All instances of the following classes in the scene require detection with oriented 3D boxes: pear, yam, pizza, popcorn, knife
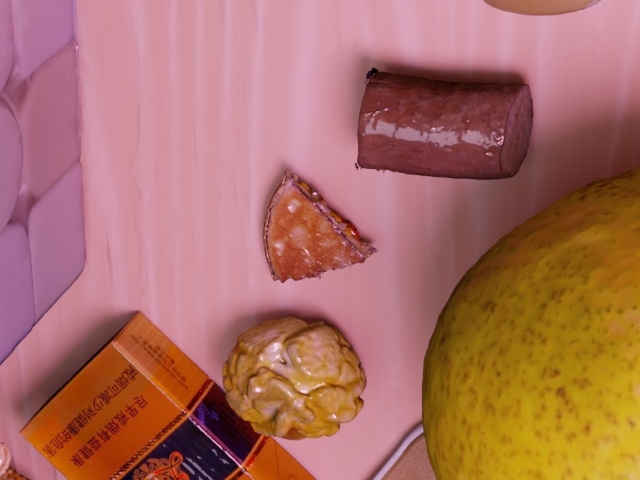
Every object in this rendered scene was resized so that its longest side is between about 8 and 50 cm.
[{"bbox_3d":[0.249,0.119,1.431,0.391,0.391,0.391,8,118,16],"label":"pear"},{"bbox_3d":[0.094,-0.087,1.533,0.127,0.084,0.084,8,118,19],"label":"yam"},{"bbox_3d":[-0.014,-0.001,1.647,0.100,0.029,0.099,43,129,-2],"label":"pizza"},{"bbox_3d":[-0.024,0.121,1.663,0.120,0.106,0.116,35,112,1],"label":"popcorn"},{"bbox_3d":[0.043,0.260,1.753,0.061,0.027,0.343,37,119,1],"label":"knife"}]

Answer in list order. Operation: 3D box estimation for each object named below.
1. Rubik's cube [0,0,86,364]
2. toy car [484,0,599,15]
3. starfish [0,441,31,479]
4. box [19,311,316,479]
[{"bbox_3d":[-0.407,-0.074,1.563,0.344,0.346,0.347,11,118,15],"label":"Rubik's cube"},{"bbox_3d":[0.145,-0.273,1.393,0.101,0.124,0.257,3,115,20],"label":"toy car"},{"bbox_3d":[-0.391,0.164,1.783,0.375,0.094,0.327,27,155,-16],"label":"starfish"},{"bbox_3d":[-0.131,0.198,1.762,0.237,0.070,0.152,43,121,-6],"label":"box"}]
